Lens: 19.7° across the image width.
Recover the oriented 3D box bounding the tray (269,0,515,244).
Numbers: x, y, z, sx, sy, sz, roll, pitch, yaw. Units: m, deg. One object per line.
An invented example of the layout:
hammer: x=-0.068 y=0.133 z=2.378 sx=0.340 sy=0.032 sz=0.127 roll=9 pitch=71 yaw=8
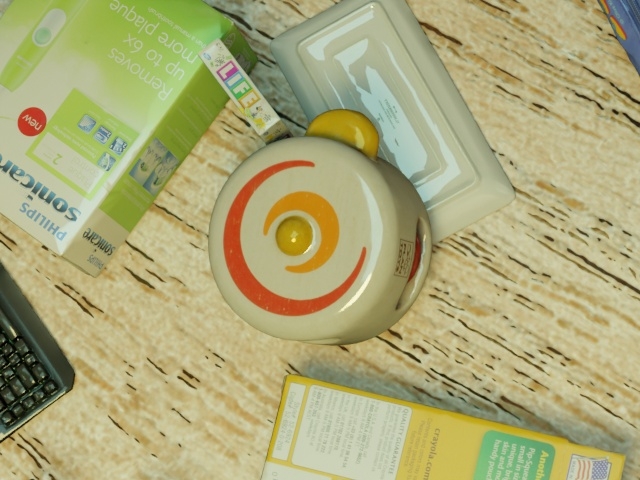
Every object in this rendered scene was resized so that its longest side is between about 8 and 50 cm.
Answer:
tray: x=0.067 y=-0.123 z=1.822 sx=0.145 sy=0.030 sz=0.270 roll=-29 pitch=74 yaw=4

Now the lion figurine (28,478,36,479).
lion figurine: x=-0.120 y=0.384 z=1.678 sx=0.392 sy=0.240 sz=0.142 roll=28 pitch=42 yaw=26

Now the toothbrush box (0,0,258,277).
toothbrush box: x=-0.232 y=-0.140 z=1.833 sx=0.206 sy=0.122 sz=0.283 roll=36 pitch=87 yaw=16

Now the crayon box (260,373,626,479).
crayon box: x=0.103 y=0.260 z=1.701 sx=0.323 sy=0.083 sz=0.203 roll=12 pitch=80 yaw=13

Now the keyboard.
keyboard: x=-0.407 y=0.079 z=1.863 sx=0.201 sy=0.033 sz=0.317 roll=-38 pitch=73 yaw=0

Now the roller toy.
roller toy: x=0.000 y=0.000 z=1.728 sx=0.209 sy=0.146 sz=0.191 roll=-35 pitch=74 yaw=14

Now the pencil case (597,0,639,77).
pencil case: x=0.335 y=-0.199 z=1.739 sx=0.119 sy=0.133 sz=0.306 roll=-34 pitch=71 yaw=33

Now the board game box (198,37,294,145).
board game box: x=-0.062 y=-0.127 z=1.781 sx=0.026 sy=0.154 sz=0.103 roll=-38 pitch=74 yaw=1
